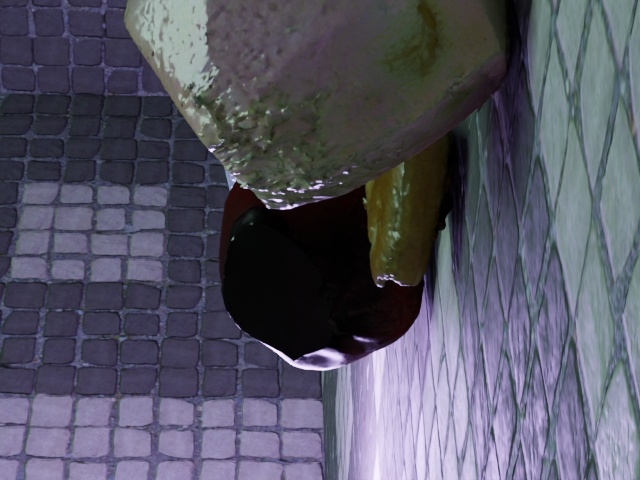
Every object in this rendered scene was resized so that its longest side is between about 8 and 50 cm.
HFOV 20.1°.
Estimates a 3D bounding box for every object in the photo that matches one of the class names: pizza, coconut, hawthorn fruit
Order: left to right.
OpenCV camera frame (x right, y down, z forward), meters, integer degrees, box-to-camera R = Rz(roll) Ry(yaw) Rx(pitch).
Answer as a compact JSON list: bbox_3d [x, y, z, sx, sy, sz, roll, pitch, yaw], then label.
[{"bbox_3d":[0.000,0.000,1.723,0.250,0.215,0.215,-95,6,-52],"label":"hawthorn fruit"},{"bbox_3d":[0.015,-0.151,1.204,0.233,0.245,0.233,55,-174,-8],"label":"coconut"},{"bbox_3d":[0.074,-0.058,1.512,0.194,0.069,0.154,-98,10,-59],"label":"pizza"}]

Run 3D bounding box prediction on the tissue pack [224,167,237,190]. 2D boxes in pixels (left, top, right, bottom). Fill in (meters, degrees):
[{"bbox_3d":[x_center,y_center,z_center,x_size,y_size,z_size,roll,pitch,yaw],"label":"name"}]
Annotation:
[{"bbox_3d":[-0.043,-0.181,1.934,0.177,0.089,0.263,84,-165,-57],"label":"tissue pack"}]
